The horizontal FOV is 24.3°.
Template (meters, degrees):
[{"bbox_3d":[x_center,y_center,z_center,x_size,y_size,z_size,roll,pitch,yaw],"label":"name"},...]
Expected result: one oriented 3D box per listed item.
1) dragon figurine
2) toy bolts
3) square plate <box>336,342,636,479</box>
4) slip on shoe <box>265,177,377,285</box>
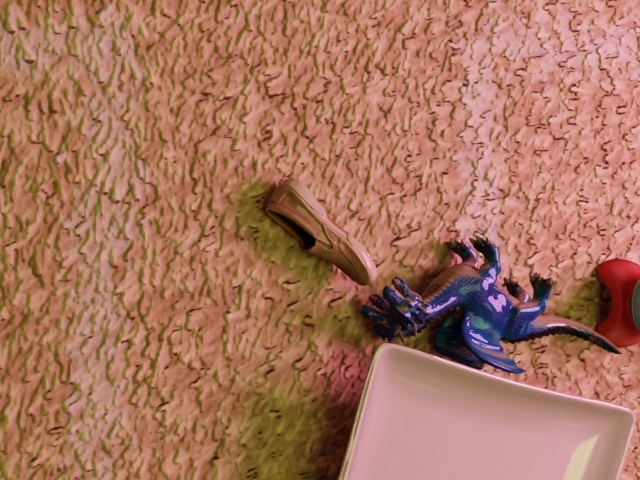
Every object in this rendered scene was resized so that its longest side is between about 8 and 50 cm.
[{"bbox_3d":[0.172,0.091,1.541,0.289,0.085,0.144,34,72,-26],"label":"dragon figurine"},{"bbox_3d":[0.436,0.044,1.656,0.228,0.158,0.218,-4,92,-31],"label":"toy bolts"},{"bbox_3d":[0.141,0.301,1.525,0.347,0.049,0.344,17,90,-30],"label":"square plate"},{"bbox_3d":[0.000,0.000,1.460,0.135,0.051,0.041,50,62,-18],"label":"slip on shoe"}]
